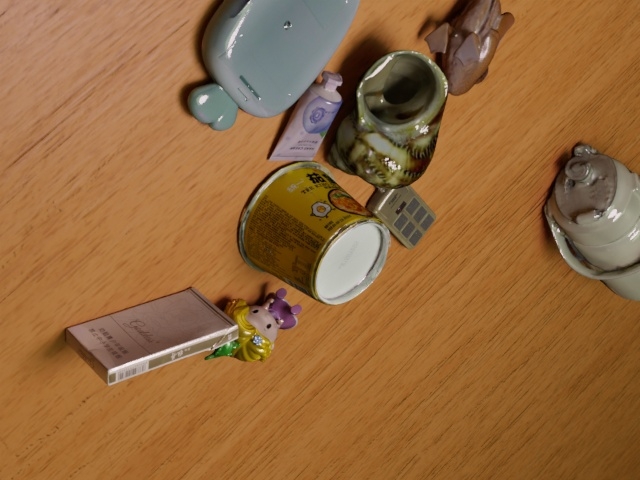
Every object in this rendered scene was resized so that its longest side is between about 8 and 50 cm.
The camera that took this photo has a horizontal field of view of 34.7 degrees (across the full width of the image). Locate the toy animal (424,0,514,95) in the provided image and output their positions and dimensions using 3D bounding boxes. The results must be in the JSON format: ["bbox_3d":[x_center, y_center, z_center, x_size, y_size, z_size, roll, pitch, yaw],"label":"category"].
[{"bbox_3d":[0.236,-0.304,1.529,0.179,0.089,0.188,-5,121,-64],"label":"toy animal"}]

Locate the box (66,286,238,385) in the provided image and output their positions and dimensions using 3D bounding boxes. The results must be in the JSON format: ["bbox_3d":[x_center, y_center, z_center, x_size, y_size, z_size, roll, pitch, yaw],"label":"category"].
[{"bbox_3d":[-0.216,0.122,1.330,0.198,0.109,0.029,-17,128,-38],"label":"box"}]

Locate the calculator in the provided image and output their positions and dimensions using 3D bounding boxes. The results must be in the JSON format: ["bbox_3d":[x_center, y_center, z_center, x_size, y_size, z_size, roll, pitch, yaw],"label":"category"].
[{"bbox_3d":[-0.053,-0.258,1.286,0.299,0.041,0.185,-51,141,-8],"label":"calculator"}]

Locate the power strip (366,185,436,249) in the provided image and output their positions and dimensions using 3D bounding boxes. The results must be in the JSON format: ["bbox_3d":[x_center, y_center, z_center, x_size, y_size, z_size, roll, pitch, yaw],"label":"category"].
[{"bbox_3d":[0.129,-0.048,1.632,0.076,0.028,0.169,-53,141,-3],"label":"power strip"}]

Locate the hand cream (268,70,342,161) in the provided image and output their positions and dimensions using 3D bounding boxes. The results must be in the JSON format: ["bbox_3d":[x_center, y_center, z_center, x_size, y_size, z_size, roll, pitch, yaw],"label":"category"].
[{"bbox_3d":[-0.011,-0.164,1.396,0.084,0.053,0.142,-3,128,-46],"label":"hand cream"}]

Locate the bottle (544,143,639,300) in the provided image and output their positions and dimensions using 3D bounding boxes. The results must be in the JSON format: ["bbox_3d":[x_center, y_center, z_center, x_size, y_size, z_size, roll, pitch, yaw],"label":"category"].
[{"bbox_3d":[0.567,-0.029,1.953,0.352,0.229,0.229,35,90,-46],"label":"bottle"}]

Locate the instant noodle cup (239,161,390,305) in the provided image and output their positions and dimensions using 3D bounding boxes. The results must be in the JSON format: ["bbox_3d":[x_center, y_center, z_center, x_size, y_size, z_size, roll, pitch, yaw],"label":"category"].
[{"bbox_3d":[0.000,0.000,1.437,0.182,0.144,0.182,-27,135,-30],"label":"instant noodle cup"}]

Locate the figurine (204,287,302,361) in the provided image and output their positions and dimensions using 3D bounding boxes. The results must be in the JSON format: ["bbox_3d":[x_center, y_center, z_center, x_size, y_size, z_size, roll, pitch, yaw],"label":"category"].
[{"bbox_3d":[-0.110,0.139,1.473,0.156,0.095,0.115,-34,161,-51],"label":"figurine"}]

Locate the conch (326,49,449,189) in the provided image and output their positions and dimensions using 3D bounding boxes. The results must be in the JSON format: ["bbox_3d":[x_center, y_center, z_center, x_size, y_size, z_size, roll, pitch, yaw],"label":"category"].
[{"bbox_3d":[0.091,-0.167,1.443,0.181,0.124,0.187,-37,115,-9],"label":"conch"}]
